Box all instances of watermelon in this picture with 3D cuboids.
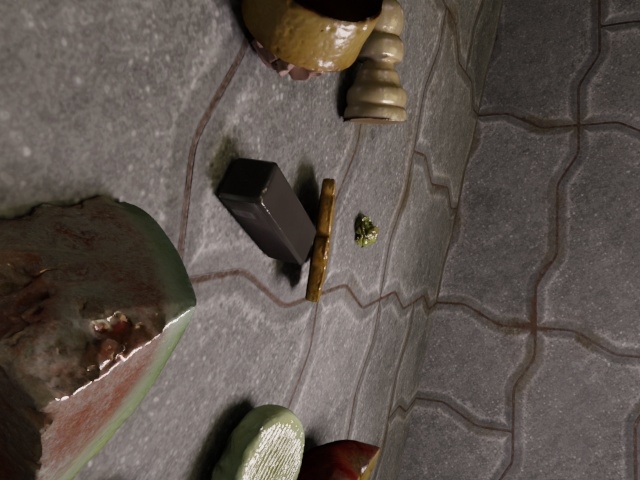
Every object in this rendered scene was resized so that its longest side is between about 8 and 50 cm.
[{"bbox_3d":[-0.254,0.089,0.463,0.310,0.193,0.232,-53,167,-19],"label":"watermelon"}]

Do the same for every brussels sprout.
[{"bbox_3d":[0.122,-0.026,1.283,0.085,0.058,0.085,4,85,-53],"label":"brussels sprout"}]

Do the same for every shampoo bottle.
[{"bbox_3d":[-0.075,-0.035,0.823,0.079,0.080,0.246,-67,154,-22],"label":"shampoo bottle"}]

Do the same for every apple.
[{"bbox_3d":[0.036,0.658,1.143,0.328,0.295,0.365,3,99,-31],"label":"apple"}]

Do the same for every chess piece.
[{"bbox_3d":[0.124,-0.381,1.044,0.142,0.142,0.261,-17,112,-62],"label":"chess piece"}]

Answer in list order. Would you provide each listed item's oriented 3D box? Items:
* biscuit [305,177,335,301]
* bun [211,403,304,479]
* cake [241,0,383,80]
[{"bbox_3d":[0.003,0.000,0.981,0.184,0.035,0.249,113,-16,-81],"label":"biscuit"},{"bbox_3d":[-0.119,0.410,0.906,0.221,0.108,0.221,-18,112,-55],"label":"bun"},{"bbox_3d":[-0.024,-0.324,0.715,0.178,0.185,0.208,141,-48,-58],"label":"cake"}]
